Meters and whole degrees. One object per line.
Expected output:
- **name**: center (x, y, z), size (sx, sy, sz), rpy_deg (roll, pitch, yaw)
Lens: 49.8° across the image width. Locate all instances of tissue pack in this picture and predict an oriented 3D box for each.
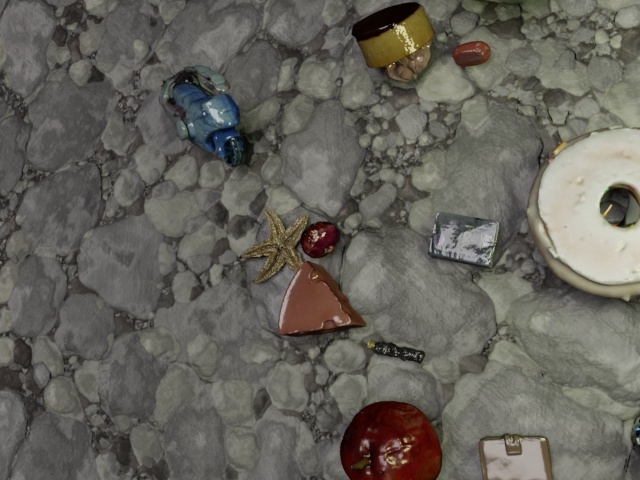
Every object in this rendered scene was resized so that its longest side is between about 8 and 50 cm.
- **tissue pack**: center (0.345, -0.002, 1.656), size (0.156, 0.051, 0.112), rpy_deg (11, 83, 25)

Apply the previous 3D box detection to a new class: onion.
- **onion**: center (0.000, 0.000, 1.772), size (0.107, 0.107, 0.097), rpy_deg (-44, 61, 10)

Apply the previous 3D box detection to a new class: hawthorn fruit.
- **hawthorn fruit**: center (0.141, 0.484, 1.541), size (0.230, 0.266, 0.210), rpy_deg (29, 111, 28)

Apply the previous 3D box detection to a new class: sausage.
- **sausage**: center (0.378, -0.466, 1.725), size (0.094, 0.054, 0.059), rpy_deg (-2, 119, 25)

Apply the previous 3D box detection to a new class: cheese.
- **cheese**: center (-0.006, 0.142, 1.736), size (0.203, 0.128, 0.176), rpy_deg (-12, 76, 22)

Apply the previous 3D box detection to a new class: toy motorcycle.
- **toy motorcycle**: center (-0.330, -0.352, 1.903), size (0.182, 0.241, 0.319), rpy_deg (-46, 53, -12)

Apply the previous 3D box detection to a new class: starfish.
- **starfish**: center (-0.107, 0.027, 1.848), size (0.227, 0.043, 0.240), rpy_deg (-36, 72, 16)

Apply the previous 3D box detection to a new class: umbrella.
- **umbrella**: center (0.182, 0.270, 1.681), size (0.144, 0.040, 0.037), rpy_deg (9, 92, 25)

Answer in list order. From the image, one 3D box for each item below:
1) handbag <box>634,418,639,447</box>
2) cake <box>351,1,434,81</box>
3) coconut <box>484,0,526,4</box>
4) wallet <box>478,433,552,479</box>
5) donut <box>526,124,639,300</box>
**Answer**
- **handbag**: center (0.770, 0.387, 1.369), size (0.260, 0.113, 0.161), rpy_deg (-21, 77, 18)
- **cake**: center (0.196, -0.492, 1.763), size (0.208, 0.178, 0.185), rpy_deg (6, 42, 40)
- **coconut**: center (0.431, -0.705, 1.625), size (0.298, 0.297, 0.309), rpy_deg (-17, 74, 19)
- **wallet**: center (0.432, 0.490, 1.533), size (0.153, 0.039, 0.117), rpy_deg (-6, 80, 18)
- **donut**: center (0.644, -0.060, 1.489), size (0.383, 0.142, 0.382), rpy_deg (-4, 79, 22)
